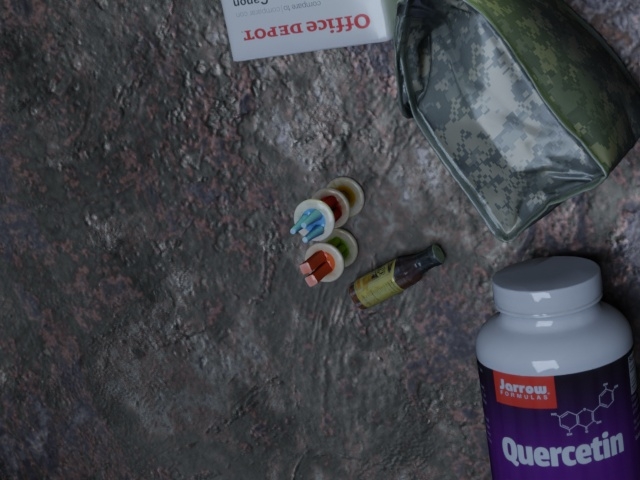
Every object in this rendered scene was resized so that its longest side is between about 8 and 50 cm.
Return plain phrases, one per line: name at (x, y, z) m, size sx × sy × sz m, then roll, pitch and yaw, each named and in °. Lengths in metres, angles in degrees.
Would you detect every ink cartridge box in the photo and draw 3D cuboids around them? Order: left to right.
ink cartridge box at (-0.016, -0.359, 1.760) m, size 0.207 × 0.117 × 0.283 m, roll -5°, pitch 106°, yaw 24°

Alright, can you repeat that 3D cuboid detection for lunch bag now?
lunch bag at (0.200, -0.177, 1.666) m, size 0.169 × 0.235 × 0.287 m, roll -35°, pitch 93°, yaw 32°

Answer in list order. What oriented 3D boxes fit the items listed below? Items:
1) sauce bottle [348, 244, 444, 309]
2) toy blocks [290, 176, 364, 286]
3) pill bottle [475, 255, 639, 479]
sauce bottle at (0.095, 0.043, 1.903) m, size 0.128 × 0.042 × 0.042 m, roll -30°, pitch 95°, yaw 26°
toy blocks at (0.000, 0.000, 1.866) m, size 0.054 × 0.148 × 0.123 m, roll 14°, pitch 113°, yaw 18°
pill bottle at (0.279, 0.190, 1.797) m, size 0.181 × 0.181 × 0.323 m, roll -2°, pitch 108°, yaw 24°
